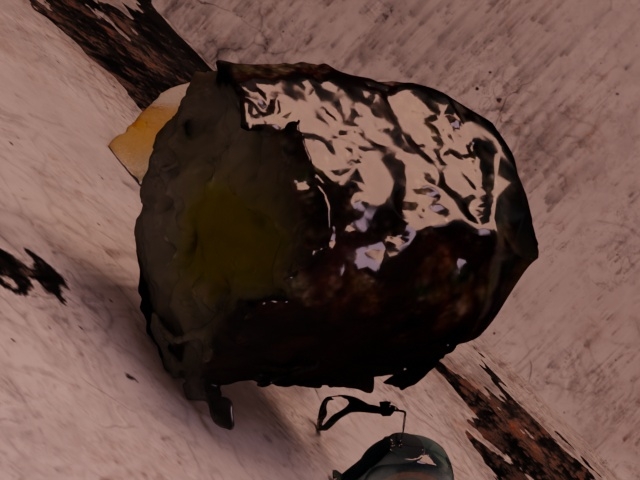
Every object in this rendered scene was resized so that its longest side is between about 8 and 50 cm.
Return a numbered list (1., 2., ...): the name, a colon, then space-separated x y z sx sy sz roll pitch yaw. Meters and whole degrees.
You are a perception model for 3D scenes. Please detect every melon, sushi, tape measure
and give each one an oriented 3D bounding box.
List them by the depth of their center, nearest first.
1. sushi: -0.002 -0.001 1.317 0.294 0.299 0.281 1 48 -38
2. tape measure: 0.069 0.210 1.455 0.107 0.104 0.180 35 13 -27
3. melon: -0.202 -0.131 1.874 0.093 0.202 0.139 27 -30 13
